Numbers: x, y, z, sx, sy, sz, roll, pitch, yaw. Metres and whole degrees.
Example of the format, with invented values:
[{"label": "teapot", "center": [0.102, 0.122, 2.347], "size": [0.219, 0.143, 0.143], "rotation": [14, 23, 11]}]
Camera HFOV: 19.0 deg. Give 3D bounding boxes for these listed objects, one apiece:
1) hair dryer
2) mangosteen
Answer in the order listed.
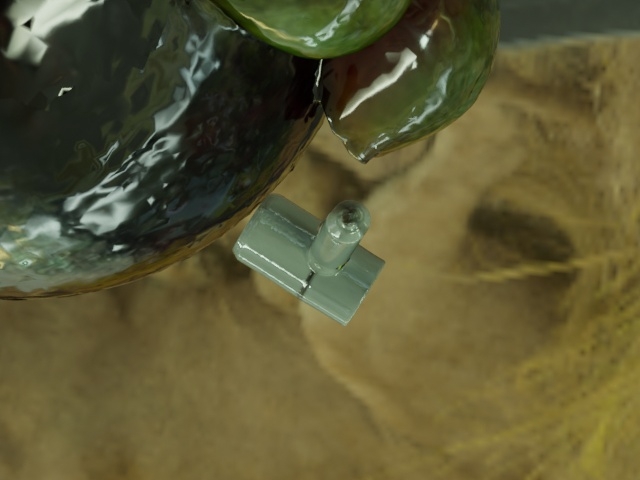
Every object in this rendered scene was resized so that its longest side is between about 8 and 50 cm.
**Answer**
[{"label": "hair dryer", "center": [0.000, 0.000, 1.084], "size": [0.082, 0.047, 0.137], "rotation": [33, 164, -1]}, {"label": "mangosteen", "center": [-0.087, -0.138, 0.642], "size": [0.300, 0.300, 0.300], "rotation": [7, 145, 5]}]
